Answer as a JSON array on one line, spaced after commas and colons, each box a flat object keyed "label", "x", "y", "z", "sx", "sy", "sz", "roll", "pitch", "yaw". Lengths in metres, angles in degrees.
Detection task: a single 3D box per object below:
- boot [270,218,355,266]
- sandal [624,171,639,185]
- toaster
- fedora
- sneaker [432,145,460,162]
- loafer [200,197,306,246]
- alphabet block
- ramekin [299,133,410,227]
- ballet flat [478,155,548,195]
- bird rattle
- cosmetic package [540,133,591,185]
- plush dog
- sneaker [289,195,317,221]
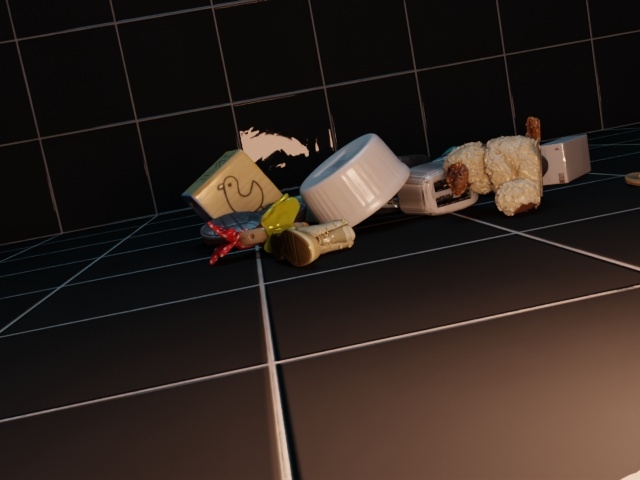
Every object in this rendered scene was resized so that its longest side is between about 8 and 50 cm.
[{"label": "boot", "x": 0.000, "y": 0.000, "z": 1.479, "sx": 0.165, "sy": 0.077, "sz": 0.213, "roll": -12, "pitch": 5, "yaw": -21}, {"label": "sandal", "x": 0.781, "y": -0.155, "z": 1.629, "sx": 0.072, "sy": 0.049, "sz": 0.180, "roll": -13, "pitch": 9, "yaw": -16}, {"label": "toaster", "x": 0.299, "y": -0.134, "z": 1.831, "sx": 0.227, "sy": 0.129, "sz": 0.146, "roll": -15, "pitch": 11, "yaw": -24}, {"label": "fedora", "x": 0.233, "y": -0.174, "z": 2.100, "sx": 0.334, "sy": 0.153, "sz": 0.334, "roll": -10, "pitch": 9, "yaw": 2}, {"label": "sneaker", "x": 0.535, "y": -0.282, "z": 2.594, "sx": 0.295, "sy": 0.124, "sz": 0.178, "roll": -6, "pitch": 19, "yaw": 36}, {"label": "loafer", "x": -0.175, "y": -0.028, "z": 1.930, "sx": 0.302, "sy": 0.095, "sz": 0.109, "roll": -18, "pitch": 40, "yaw": -17}, {"label": "alphabet block", "x": -0.258, "y": -0.129, "z": 2.047, "sx": 0.197, "sy": 0.192, "sz": 0.193, "roll": -46, "pitch": 20, "yaw": -11}, {"label": "ramekin", "x": 0.078, "y": -0.149, "z": 1.804, "sx": 0.277, "sy": 0.135, "sz": 0.277, "roll": -36, "pitch": 14, "yaw": 11}, {"label": "ballet flat", "x": 0.493, "y": -0.164, "z": 1.962, "sx": 0.280, "sy": 0.095, "sz": 0.096, "roll": -17, "pitch": 12, "yaw": 44}, {"label": "bird rattle", "x": -0.135, "y": -0.004, "z": 1.682, "sx": 0.253, "sy": 0.143, "sz": 0.207, "roll": -21, "pitch": -9, "yaw": 27}, {"label": "cosmetic package", "x": 0.707, "y": -0.235, "z": 2.048, "sx": 0.085, "sy": 0.117, "sz": 0.231, "roll": -5, "pitch": 9, "yaw": 39}, {"label": "plush dog", "x": 0.398, "y": -0.175, "z": 1.651, "sx": 0.225, "sy": 0.211, "sz": 0.262, "roll": -1, "pitch": 12, "yaw": 20}, {"label": "sneaker", "x": -0.066, "y": -0.088, "z": 2.079, "sx": 0.151, "sy": 0.094, "sz": 0.256, "roll": -9, "pitch": -4, "yaw": -37}]
